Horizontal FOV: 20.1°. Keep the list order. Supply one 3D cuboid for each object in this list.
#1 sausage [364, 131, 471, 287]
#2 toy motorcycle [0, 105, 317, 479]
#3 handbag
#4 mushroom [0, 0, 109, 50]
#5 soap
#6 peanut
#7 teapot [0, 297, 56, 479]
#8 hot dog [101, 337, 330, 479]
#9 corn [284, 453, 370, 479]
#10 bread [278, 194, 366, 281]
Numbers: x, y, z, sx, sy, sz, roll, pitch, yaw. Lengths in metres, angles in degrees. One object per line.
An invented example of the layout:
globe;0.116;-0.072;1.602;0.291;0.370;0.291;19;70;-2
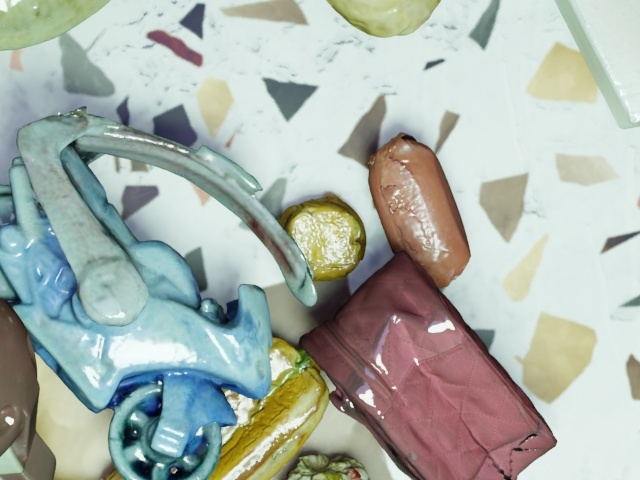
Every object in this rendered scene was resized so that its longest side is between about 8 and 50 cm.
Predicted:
sausage;0.086;-0.026;1.600;0.076;0.076;0.141;-21;96;-5
toy motorcycle;-0.148;0.035;1.512;0.241;0.182;0.319;-42;90;10
handbag;0.092;0.131;1.552;0.135;0.146;0.225;-40;121;-2
mushroom;-0.294;-0.320;1.458;0.352;0.260;0.352;0;87;-5
soap;0.287;-0.206;1.618;0.121;0.064;0.183;-27;94;-3
peanut;0.018;-0.281;1.560;0.110;0.120;0.236;-30;103;35
teapot;-0.368;0.136;1.465;0.312;0.315;0.233;2;53;15
hot dog;-0.087;0.183;1.594;0.250;0.076;0.104;-44;76;-6
corn;0.017;0.327;1.604;0.092;0.092;0.280;-8;97;-5
bread;0.000;0.000;1.606;0.083;0.046;0.081;-41;101;-5
